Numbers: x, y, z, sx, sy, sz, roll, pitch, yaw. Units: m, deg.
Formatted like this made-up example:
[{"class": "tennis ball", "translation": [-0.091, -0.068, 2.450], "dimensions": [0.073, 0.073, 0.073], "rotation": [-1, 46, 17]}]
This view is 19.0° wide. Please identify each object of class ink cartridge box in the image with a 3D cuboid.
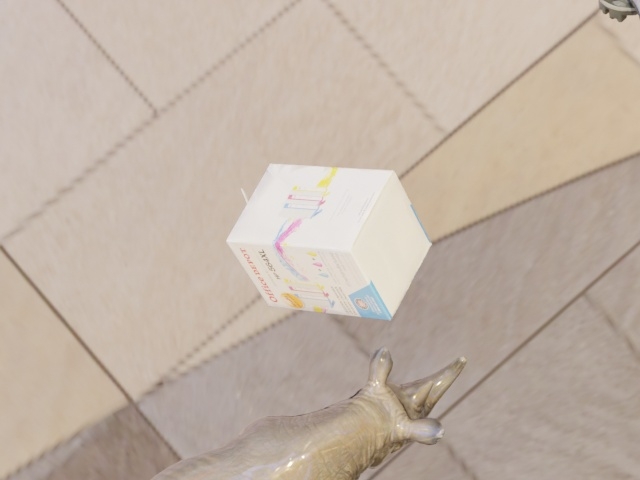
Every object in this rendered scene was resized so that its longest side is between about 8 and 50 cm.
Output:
[{"class": "ink cartridge box", "translation": [0.000, 0.000, 1.585], "dimensions": [0.143, 0.092, 0.090], "rotation": [4, 51, 34]}]

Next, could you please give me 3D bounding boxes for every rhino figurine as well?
[{"class": "rhino figurine", "translation": [-0.025, 0.126, 0.941], "dimensions": [0.243, 0.106, 0.073], "rotation": [-31, 73, -12]}]

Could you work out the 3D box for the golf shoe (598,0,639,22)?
[{"class": "golf shoe", "translation": [0.313, -0.213, 1.617], "dimensions": [0.105, 0.120, 0.273], "rotation": [-18, 44, -21]}]
